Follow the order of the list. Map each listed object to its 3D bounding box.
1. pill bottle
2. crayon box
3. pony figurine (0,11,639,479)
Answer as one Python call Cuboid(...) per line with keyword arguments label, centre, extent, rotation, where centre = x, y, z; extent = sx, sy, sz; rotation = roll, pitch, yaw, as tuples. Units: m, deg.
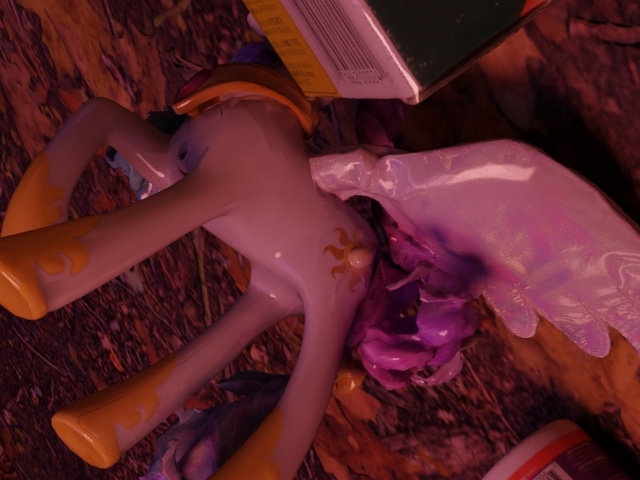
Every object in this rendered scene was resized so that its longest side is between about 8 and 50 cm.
Cuboid(label="pill bottle", centre=(0.191, 0.218, 1.034), extent=(0.193, 0.108, 0.108), rotation=(46, 150, 26))
Cuboid(label="crayon box", centre=(-0.041, -0.213, 0.704), extent=(0.318, 0.081, 0.202), rotation=(55, 172, -13))
Cuboid(label="pony figurine", centre=(0.000, 0.000, 0.955), extent=(0.351, 0.363, 0.303), rotation=(51, 149, -19))
